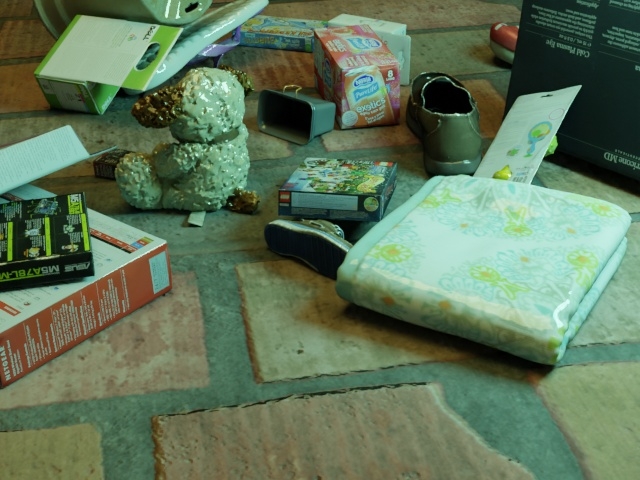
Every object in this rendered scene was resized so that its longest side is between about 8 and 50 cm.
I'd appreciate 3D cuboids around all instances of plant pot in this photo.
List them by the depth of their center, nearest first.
[{"bbox_3d":[-0.393,-0.555,2.235,0.305,0.334,0.333,6,25,46],"label":"plant pot"}]

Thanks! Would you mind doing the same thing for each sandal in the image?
[{"bbox_3d":[-0.269,-0.411,2.298,0.169,0.102,0.416,9,40,47],"label":"sandal"}]

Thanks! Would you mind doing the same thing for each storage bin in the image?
[{"bbox_3d":[-0.040,-0.246,1.994,0.135,0.098,0.091,21,26,34],"label":"storage bin"}]

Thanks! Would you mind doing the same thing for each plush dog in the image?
[{"bbox_3d":[-0.189,-0.171,1.718,0.210,0.226,0.262,22,36,35],"label":"plush dog"}]

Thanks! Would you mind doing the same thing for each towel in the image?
[{"bbox_3d":[0.243,0.020,1.500,0.320,0.090,0.374,14,33,27],"label":"towel"}]

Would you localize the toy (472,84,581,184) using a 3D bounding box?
[{"bbox_3d":[0.350,-0.156,1.780,0.136,0.056,0.237,-3,43,49],"label":"toy"}]

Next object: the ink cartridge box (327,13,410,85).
[{"bbox_3d":[0.115,-0.405,2.239,0.198,0.115,0.067,17,34,28],"label":"ink cartridge box"}]

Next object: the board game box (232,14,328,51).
[{"bbox_3d":[-0.090,-0.487,2.476,0.201,0.035,0.136,8,31,17],"label":"board game box"}]

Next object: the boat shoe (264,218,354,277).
[{"bbox_3d":[0.000,0.000,1.568,0.183,0.066,0.066,24,37,38],"label":"boat shoe"}]

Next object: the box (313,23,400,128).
[{"bbox_3d":[0.069,-0.329,2.092,0.122,0.128,0.257,-7,29,-10],"label":"box"}]

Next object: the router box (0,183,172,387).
[{"bbox_3d":[-0.434,0.045,1.490,0.335,0.082,0.301,21,36,34],"label":"router box"}]

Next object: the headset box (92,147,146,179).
[{"bbox_3d":[-0.356,-0.134,1.859,0.083,0.032,0.062,9,30,20],"label":"headset box"}]

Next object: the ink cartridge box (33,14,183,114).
[{"bbox_3d":[-0.413,-0.347,2.115,0.255,0.097,0.189,11,55,20],"label":"ink cartridge box"}]

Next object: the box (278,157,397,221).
[{"bbox_3d":[0.033,-0.085,1.693,0.159,0.044,0.233,3,17,9],"label":"box"}]

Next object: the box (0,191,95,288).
[{"bbox_3d":[-0.406,0.001,1.439,0.184,0.045,0.191,-7,29,-13],"label":"box"}]

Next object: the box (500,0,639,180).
[{"bbox_3d":[0.515,-0.301,1.815,0.178,0.313,0.343,-13,30,-39],"label":"box"}]

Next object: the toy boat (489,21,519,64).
[{"bbox_3d":[0.482,-0.465,2.292,0.231,0.151,0.151,-10,30,-15],"label":"toy boat"}]

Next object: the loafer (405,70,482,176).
[{"bbox_3d":[0.237,-0.244,1.928,0.133,0.130,0.366,-3,29,-3],"label":"loafer"}]

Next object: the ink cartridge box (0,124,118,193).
[{"bbox_3d":[-0.534,-0.097,1.607,0.324,0.072,0.330,-12,14,31],"label":"ink cartridge box"}]
